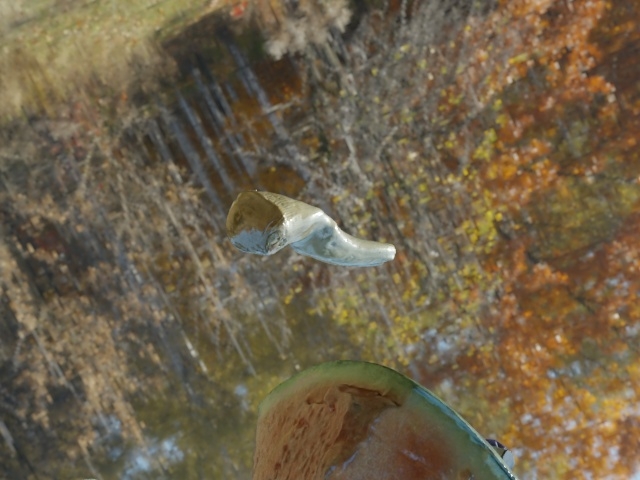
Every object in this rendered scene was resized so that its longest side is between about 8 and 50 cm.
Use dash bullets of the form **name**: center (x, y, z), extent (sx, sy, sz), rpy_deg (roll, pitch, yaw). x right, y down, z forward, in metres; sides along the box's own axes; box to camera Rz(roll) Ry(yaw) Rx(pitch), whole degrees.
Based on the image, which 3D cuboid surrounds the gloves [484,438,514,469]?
- **gloves**: center (0.184, 0.255, 1.104), extent (0.086, 0.064, 0.026), rpy_deg (-12, -143, 33)

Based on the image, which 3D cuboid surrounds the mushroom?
- **mushroom**: center (-0.002, 0.000, 0.833), extent (0.059, 0.054, 0.202), rpy_deg (11, 176, 40)

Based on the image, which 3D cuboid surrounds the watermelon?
- **watermelon**: center (0.094, 0.250, 0.756), extent (0.222, 0.292, 0.319), rpy_deg (-52, -166, 27)

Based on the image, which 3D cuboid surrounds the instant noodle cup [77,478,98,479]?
- **instant noodle cup**: center (-0.412, 0.507, 1.257), extent (0.308, 0.293, 0.294), rpy_deg (-8, 176, -45)
